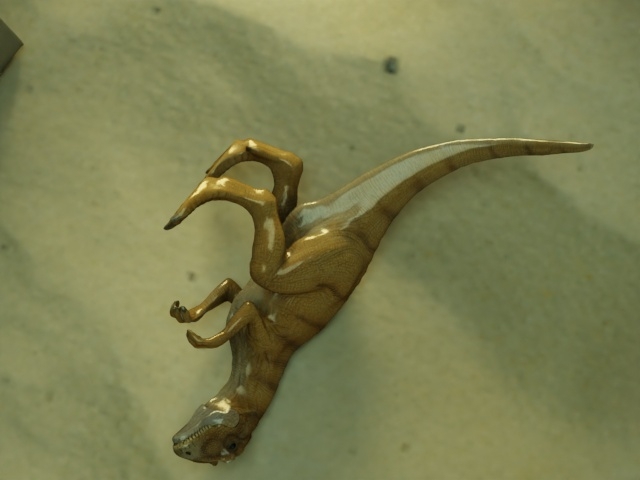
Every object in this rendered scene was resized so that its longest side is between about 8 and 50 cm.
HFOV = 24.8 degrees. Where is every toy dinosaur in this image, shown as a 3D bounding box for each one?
[{"bbox_3d":[0.000,0.000,0.626,0.112,0.064,0.211,41,95,-6],"label":"toy dinosaur"}]

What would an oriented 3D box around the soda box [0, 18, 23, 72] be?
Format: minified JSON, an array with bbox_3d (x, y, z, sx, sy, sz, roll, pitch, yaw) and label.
[{"bbox_3d":[-0.213,-0.108,0.545,0.098,0.286,0.091,36,84,10],"label":"soda box"}]
